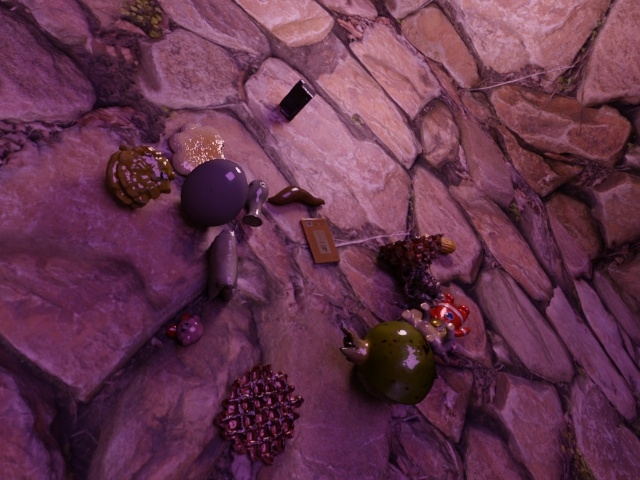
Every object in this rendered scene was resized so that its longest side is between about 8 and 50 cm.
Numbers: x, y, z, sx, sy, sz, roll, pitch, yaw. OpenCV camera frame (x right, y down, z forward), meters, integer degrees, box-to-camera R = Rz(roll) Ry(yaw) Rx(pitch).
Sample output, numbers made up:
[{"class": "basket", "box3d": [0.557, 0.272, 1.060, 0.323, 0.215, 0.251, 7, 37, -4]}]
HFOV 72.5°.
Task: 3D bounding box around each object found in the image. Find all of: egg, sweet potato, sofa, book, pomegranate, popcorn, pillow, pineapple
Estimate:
[{"class": "egg", "box3d": [-0.295, -0.137, 1.233, 0.176, 0.232, 0.176, 25, 46, -29]}, {"class": "sweet potato", "box3d": [-0.076, -0.159, 1.551, 0.249, 0.059, 0.069, -1, 85, -43]}, {"class": "sofa", "box3d": [-0.098, -0.544, 1.700, 0.085, 0.147, 0.060, 46, 41, -11]}, {"class": "book", "box3d": [0.000, 0.000, 1.544, 0.118, 0.012, 0.172, -3, 66, -40]}, {"class": "pomegranate", "box3d": [0.202, 0.362, 1.337, 0.340, 0.260, 0.261, 28, 50, -20]}, {"class": "popcorn", "box3d": [-0.477, -0.172, 1.166, 0.173, 0.142, 0.174, 16, 56, -25]}, {"class": "pillow", "box3d": [-0.267, 0.067, 1.208, 0.077, 0.134, 0.182, 5, 61, -24]}, {"class": "pineapple", "box3d": [0.369, 0.131, 1.642, 0.262, 0.262, 0.272, -4, 79, -40]}]

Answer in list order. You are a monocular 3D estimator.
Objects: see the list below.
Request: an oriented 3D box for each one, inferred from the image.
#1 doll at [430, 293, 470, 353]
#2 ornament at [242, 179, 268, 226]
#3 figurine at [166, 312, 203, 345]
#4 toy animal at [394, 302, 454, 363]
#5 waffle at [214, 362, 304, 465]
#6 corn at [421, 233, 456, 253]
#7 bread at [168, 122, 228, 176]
[{"class": "doll", "box3d": [0.460, 0.321, 1.655, 0.199, 0.105, 0.336, 39, 42, 15]}, {"class": "ornament", "box3d": [-0.212, -0.126, 1.409, 0.075, 0.081, 0.156, 52, 35, -54]}, {"class": "figurine", "box3d": [-0.329, 0.225, 1.100, 0.083, 0.071, 0.067, -58, 147, -36]}, {"class": "toy animal", "box3d": [0.349, 0.302, 1.487, 0.121, 0.233, 0.169, -29, 127, -21]}, {"class": "waffle", "box3d": [-0.149, 0.439, 1.130, 0.221, 0.055, 0.234, 42, 50, -13]}, {"class": "corn", "box3d": [0.520, 0.016, 1.919, 0.206, 0.067, 0.068, 13, 57, -33]}, {"class": "bread", "box3d": [-0.382, -0.269, 1.378, 0.181, 0.039, 0.251, 4, 63, -38]}]
